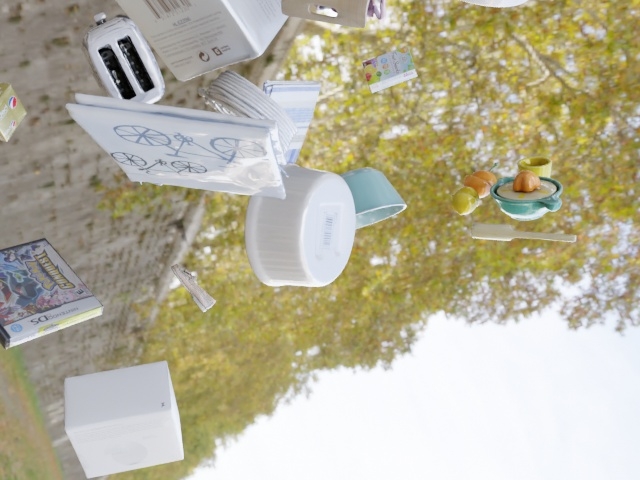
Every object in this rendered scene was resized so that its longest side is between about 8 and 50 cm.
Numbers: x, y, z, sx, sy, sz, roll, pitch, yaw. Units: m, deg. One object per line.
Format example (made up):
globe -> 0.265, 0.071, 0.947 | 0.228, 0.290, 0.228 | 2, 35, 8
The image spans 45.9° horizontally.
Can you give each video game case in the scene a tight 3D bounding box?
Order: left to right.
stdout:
video game case -> -0.697, 0.115, 1.794 | 0.275, 0.248, 0.035 | 43, -51, 24

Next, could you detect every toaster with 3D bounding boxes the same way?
toaster -> -0.390, -0.342, 1.512 | 0.227, 0.129, 0.146 | 67, -9, -18

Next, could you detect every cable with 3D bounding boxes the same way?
cable -> -0.174, -0.328, 1.945 | 0.257, 0.089, 0.257 | 40, -6, -31

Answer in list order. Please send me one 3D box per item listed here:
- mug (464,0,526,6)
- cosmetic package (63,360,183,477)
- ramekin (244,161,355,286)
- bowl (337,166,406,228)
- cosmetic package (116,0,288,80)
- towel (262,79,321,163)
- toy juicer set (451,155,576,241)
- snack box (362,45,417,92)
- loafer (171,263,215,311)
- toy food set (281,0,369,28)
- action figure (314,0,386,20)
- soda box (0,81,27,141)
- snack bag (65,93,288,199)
mug -> 0.335, -0.737, 1.628 | 0.374, 0.276, 0.328 | 33, -44, 22
cosmetic package -> -0.437, 0.401, 1.696 | 0.224, 0.224, 0.138 | 93, -15, -48
ramekin -> -0.034, -0.029, 1.651 | 0.135, 0.277, 0.277 | 6, -65, 30
bowl -> 0.121, -0.142, 2.575 | 0.311, 0.311, 0.163 | 142, -68, -66
cosmetic package -> -0.276, -0.699, 2.020 | 0.329, 0.393, 0.327 | -5, -45, 40
towel -> -0.117, -0.343, 2.228 | 0.034, 0.209, 0.285 | 46, -49, 34
toy juicer set -> 0.356, -0.087, 1.449 | 0.329, 0.209, 0.089 | -74, 158, -64
snack box -> 0.198, -0.493, 2.176 | 0.037, 0.141, 0.100 | 56, 20, -55
loafer -> -0.281, 0.099, 1.676 | 0.125, 0.039, 0.045 | 55, -6, -8
toy food set -> 0.069, -0.631, 1.818 | 0.220, 0.306, 0.092 | 16, -33, 22
action figure -> 0.109, -0.879, 2.499 | 0.370, 0.276, 0.248 | -65, 159, -60
soda box -> -0.513, -0.196, 1.064 | 0.061, 0.181, 0.058 | 82, 26, -58
snack bag -> -0.212, -0.147, 1.271 | 0.342, 0.323, 0.037 | 78, 20, -75
